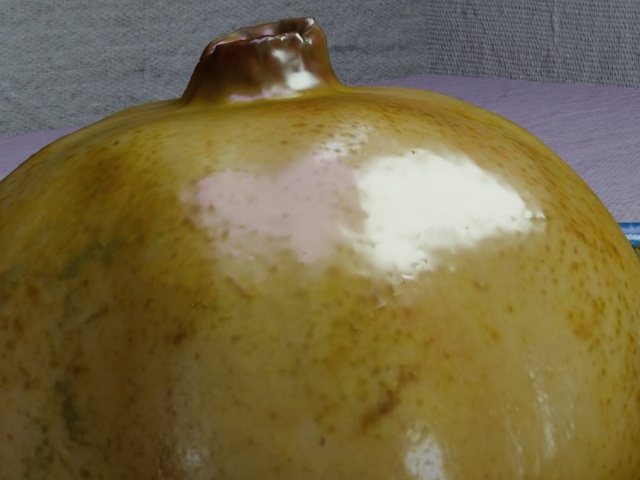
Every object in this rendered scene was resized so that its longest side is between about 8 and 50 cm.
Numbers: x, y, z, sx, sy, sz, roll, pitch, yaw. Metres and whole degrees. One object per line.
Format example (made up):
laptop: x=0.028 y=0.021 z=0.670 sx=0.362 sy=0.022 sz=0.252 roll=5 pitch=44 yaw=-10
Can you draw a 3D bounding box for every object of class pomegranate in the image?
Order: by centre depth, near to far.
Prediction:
pomegranate: x=-0.023 y=0.073 z=0.854 sx=0.416 sy=0.417 sz=0.417 roll=-2 pitch=12 yaw=0

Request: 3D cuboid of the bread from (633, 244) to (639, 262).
bread: x=0.407 y=0.039 z=1.593 sx=0.172 sy=0.103 sz=0.132 roll=-6 pitch=19 yaw=-34

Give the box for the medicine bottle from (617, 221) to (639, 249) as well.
medicine bottle: x=0.406 y=0.002 z=1.892 sx=0.191 sy=0.051 sz=0.051 roll=-1 pitch=12 yaw=7
